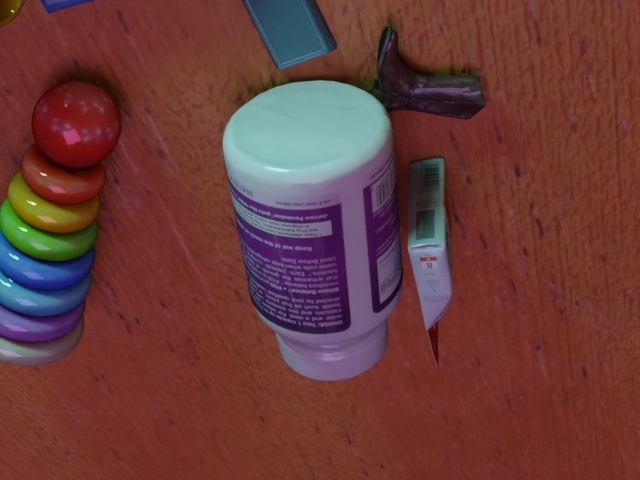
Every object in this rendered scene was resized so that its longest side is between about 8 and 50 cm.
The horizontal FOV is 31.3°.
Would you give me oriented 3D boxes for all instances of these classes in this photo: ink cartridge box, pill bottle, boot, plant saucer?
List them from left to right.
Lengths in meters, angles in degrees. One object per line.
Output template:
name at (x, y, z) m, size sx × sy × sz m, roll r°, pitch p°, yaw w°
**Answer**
plant saucer at (-0.051, -0.246, 1.083) m, size 0.067 × 0.018 × 0.192 m, roll -17°, pitch 126°, yaw 16°
pill bottle at (0.000, 0.000, 1.191) m, size 0.169 × 0.169 × 0.302 m, roll -2°, pitch 130°, yaw 5°
boot at (0.112, -0.164, 1.130) m, size 0.114 × 0.037 × 0.106 m, roll 7°, pitch 144°, yaw 1°
ink cartridge box at (0.128, 0.026, 1.220) m, size 0.045 × 0.145 × 0.179 m, roll -9°, pitch 130°, yaw 13°

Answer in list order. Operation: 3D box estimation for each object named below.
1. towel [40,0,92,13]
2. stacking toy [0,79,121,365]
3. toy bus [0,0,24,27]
towel at (-0.216, -0.344, 0.992) m, size 0.209 × 0.034 × 0.285 m, roll -11°, pitch 129°, yaw 16°
stacking toy at (-0.289, -0.022, 1.217) m, size 0.141 × 0.141 × 0.330 m, roll 17°, pitch 126°, yaw -11°
toy bus at (-0.358, -0.266, 1.025) m, size 0.191 × 0.104 × 0.202 m, roll -9°, pitch 112°, yaw 37°
